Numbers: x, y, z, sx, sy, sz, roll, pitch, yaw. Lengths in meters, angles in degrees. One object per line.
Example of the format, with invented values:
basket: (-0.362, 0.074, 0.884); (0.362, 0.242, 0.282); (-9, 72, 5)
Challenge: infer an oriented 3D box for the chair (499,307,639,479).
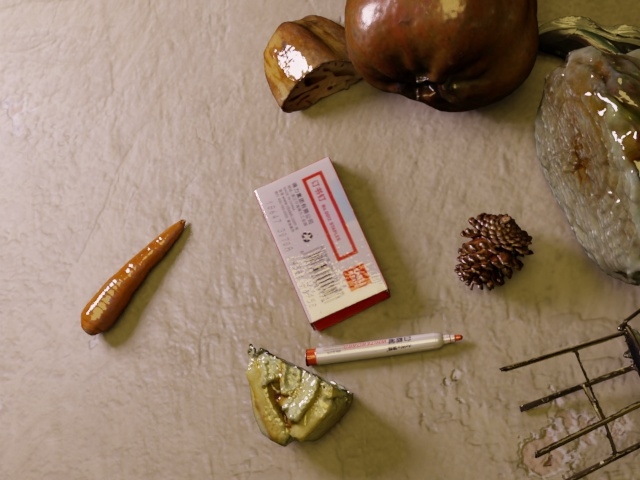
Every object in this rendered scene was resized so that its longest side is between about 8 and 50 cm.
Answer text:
chair: (0.401, 0.164, 1.482); (0.325, 0.160, 0.170); (-24, 53, 7)

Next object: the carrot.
carrot: (-0.268, 0.048, 1.724); (0.048, 0.048, 0.216); (37, 79, 18)

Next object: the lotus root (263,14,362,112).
lotus root: (-0.015, -0.266, 1.736); (0.159, 0.095, 0.135); (-37, 68, -7)

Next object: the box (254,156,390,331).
box: (0.000, 0.000, 1.679); (0.123, 0.050, 0.229); (-25, 71, 2)

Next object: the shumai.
shumai: (0.449, -0.117, 1.530); (0.263, 0.304, 0.309); (-16, 99, -8)

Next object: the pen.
pen: (0.086, 0.147, 1.634); (0.218, 0.026, 0.026); (-8, 73, 9)

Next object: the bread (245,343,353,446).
bread: (-0.046, 0.216, 1.610); (0.156, 0.103, 0.110); (25, 92, 22)

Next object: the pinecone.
pinecone: (0.226, 0.014, 1.608); (0.109, 0.102, 0.102); (-47, 72, 6)

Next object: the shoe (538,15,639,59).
shoe: (0.376, -0.252, 1.668); (0.169, 0.071, 0.099); (7, 79, 9)

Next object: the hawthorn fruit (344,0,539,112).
hawthorn fruit: (0.168, -0.334, 1.625); (0.267, 0.268, 0.301); (3, 70, 12)
